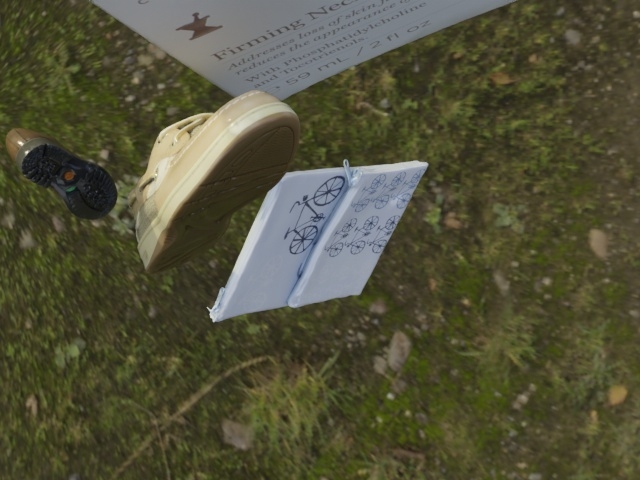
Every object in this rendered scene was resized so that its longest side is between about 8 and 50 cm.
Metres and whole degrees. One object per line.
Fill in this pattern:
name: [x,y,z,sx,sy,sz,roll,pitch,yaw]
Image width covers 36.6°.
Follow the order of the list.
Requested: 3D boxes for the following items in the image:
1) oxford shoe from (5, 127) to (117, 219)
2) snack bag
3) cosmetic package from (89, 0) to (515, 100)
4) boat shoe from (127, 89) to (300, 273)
oxford shoe: [-0.383,-0.106,1.446,0.083,0.096,0.227,-47,147,-5]
snack bag: [0.000,0.000,1.634,0.343,0.037,0.323,-7,136,-42]
cosmetic package: [-0.033,-0.359,0.843,0.329,0.394,0.327,-21,78,14]
boat shoe: [-0.114,-0.064,0.877,0.109,0.302,0.098,-21,79,-29]
